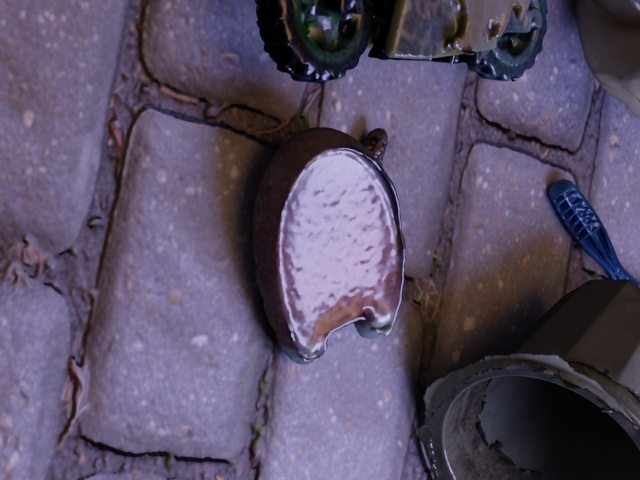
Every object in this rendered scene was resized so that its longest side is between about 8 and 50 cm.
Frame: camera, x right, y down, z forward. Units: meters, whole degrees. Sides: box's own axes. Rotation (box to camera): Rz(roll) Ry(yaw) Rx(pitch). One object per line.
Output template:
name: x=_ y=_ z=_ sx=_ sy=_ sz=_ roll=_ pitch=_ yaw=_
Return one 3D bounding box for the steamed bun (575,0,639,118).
steamed bun: x=0.435 y=-0.278 z=1.807 sx=0.352 sy=0.247 sz=0.339 roll=10 pitch=92 yaw=-28

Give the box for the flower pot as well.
flower pot: x=0.287 y=0.179 z=1.709 sx=0.259 sy=0.290 sz=0.290 roll=-43 pitch=121 yaw=-44

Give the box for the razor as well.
razor: x=0.335 y=0.023 z=1.880 sx=0.082 sy=0.042 sz=0.253 roll=-34 pitch=123 yaw=10

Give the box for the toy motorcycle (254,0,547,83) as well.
toy motorcycle: x=0.094 y=-0.268 z=1.546 sx=0.410 sy=0.168 sz=0.237 roll=-5 pitch=103 yaw=-48

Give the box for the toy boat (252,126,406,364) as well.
toy boat: x=0.000 y=0.000 z=1.545 sx=0.155 sy=0.085 sz=0.227 roll=-18 pitch=115 yaw=-25

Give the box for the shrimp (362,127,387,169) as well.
shrimp: x=0.044 y=-0.068 z=1.606 sx=0.092 sy=0.029 sz=0.038 roll=-55 pitch=134 yaw=-16
